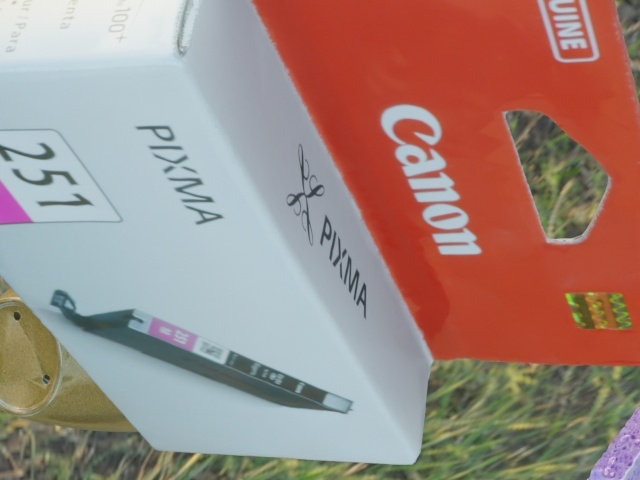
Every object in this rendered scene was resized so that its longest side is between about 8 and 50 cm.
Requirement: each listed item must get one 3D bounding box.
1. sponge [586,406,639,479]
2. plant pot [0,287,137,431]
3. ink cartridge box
[{"bbox_3d":[0.260,0.142,1.068,0.210,0.031,0.117,-44,120,-37],"label":"sponge"},{"bbox_3d":[-0.225,0.099,1.600,0.254,0.237,0.237,-9,70,-59],"label":"plant pot"},{"bbox_3d":[0.000,0.000,0.570,0.239,0.275,0.060,1,57,22],"label":"ink cartridge box"}]
